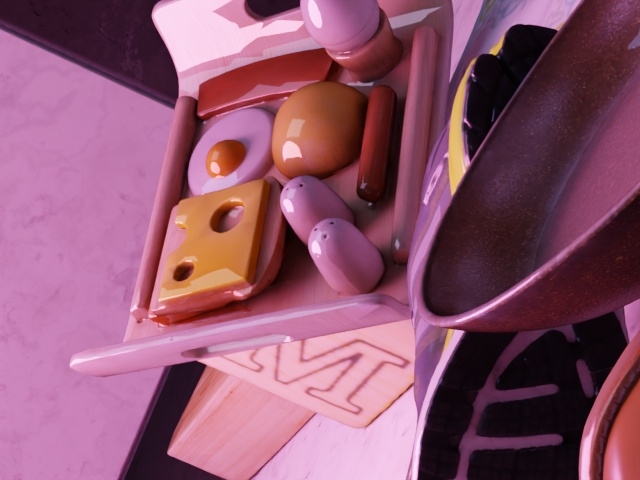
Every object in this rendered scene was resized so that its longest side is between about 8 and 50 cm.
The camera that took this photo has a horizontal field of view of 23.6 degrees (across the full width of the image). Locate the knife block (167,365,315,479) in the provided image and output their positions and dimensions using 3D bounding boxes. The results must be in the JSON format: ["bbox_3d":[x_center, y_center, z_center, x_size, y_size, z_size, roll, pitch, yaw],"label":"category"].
[{"bbox_3d":[-0.049,0.132,1.416,0.276,0.088,0.242,-63,9,10],"label":"knife block"}]

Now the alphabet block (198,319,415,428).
[{"bbox_3d":[0.000,0.000,1.161,0.193,0.197,0.192,-50,18,57],"label":"alphabet block"}]

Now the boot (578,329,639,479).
[{"bbox_3d":[0.143,0.116,0.414,0.283,0.109,0.220,-56,15,-13],"label":"boot"}]

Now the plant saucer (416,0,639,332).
[{"bbox_3d":[0.149,-0.081,0.582,0.311,0.050,0.310,-51,8,10],"label":"plant saucer"}]

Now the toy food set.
[{"bbox_3d":[-0.039,-0.061,0.968,0.219,0.092,0.306,-13,48,27],"label":"toy food set"}]

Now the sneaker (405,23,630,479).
[{"bbox_3d":[0.092,0.051,0.755,0.121,0.111,0.300,125,157,-68],"label":"sneaker"}]

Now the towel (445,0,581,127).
[{"bbox_3d":[0.176,-0.166,0.944,0.320,0.090,0.374,129,163,-58],"label":"towel"}]
